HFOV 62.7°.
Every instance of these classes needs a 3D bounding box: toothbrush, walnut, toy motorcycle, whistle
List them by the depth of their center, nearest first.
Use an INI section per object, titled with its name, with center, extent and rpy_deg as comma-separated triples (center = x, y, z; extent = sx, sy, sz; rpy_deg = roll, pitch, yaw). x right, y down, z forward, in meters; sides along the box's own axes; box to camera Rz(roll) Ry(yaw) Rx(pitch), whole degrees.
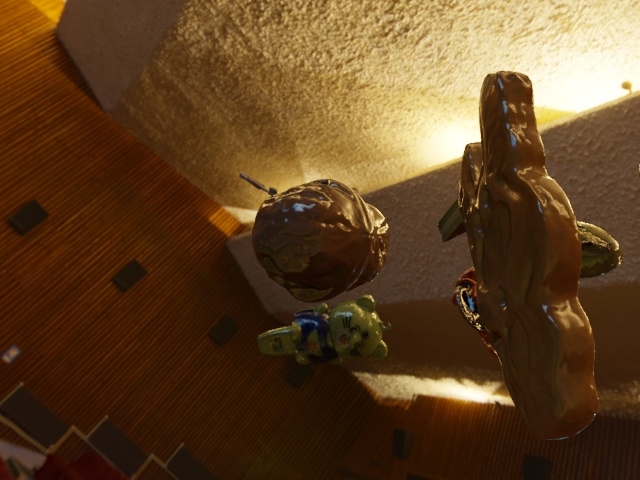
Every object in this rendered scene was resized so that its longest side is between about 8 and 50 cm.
[whistle]
center = 0.002, 0.150, 0.834
extent = 0.227, 0.085, 0.105
rpy_deg = -12, -83, 19
[toy motorcycle]
center = 0.373, 0.163, 1.020
extent = 0.325, 0.221, 0.147
rpy_deg = 42, -55, -13
[walnut]
center = -0.002, -0.002, 1.025
extent = 0.273, 0.227, 0.273
rpy_deg = 28, -22, 12
[toothbrush]
center = -0.132, -0.120, 1.115
extent = 0.194, 0.014, 0.017
rpy_deg = 31, -61, 57

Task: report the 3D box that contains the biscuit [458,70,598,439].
[biscuit]
center = 0.127, 0.006, 0.348
extent = 0.040, 0.237, 0.144
rpy_deg = -3, -32, 7

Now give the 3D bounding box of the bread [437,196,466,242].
[bread]
center = 0.367, -0.060, 1.442
extent = 0.139, 0.074, 0.084
rpy_deg = -31, -35, 33

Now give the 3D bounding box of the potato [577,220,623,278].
[potato]
center = 0.337, 0.017, 0.776
extent = 0.187, 0.105, 0.085
rpy_deg = -2, -73, 24
